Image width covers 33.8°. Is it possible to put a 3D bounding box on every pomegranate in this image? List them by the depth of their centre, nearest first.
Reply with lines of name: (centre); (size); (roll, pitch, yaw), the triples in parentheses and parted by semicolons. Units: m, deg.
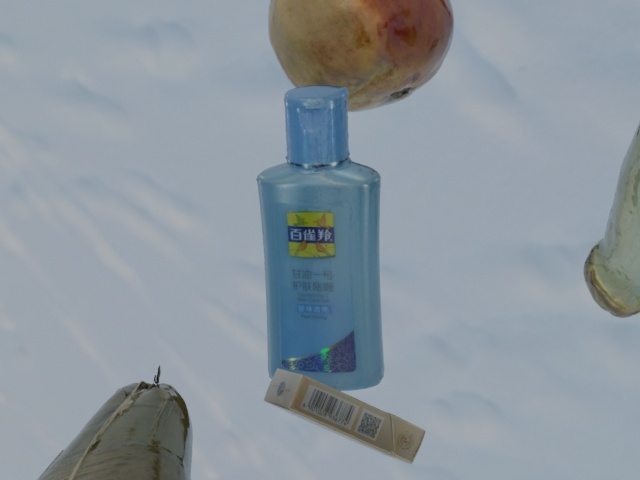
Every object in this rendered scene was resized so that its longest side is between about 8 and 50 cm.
pomegranate: (0.047, -0.309, 1.409); (0.229, 0.252, 0.270); (-29, 76, 33)

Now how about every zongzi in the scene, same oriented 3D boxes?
zongzi: (-0.169, 0.155, 0.664); (0.189, 0.178, 0.081); (-100, 1, -56)

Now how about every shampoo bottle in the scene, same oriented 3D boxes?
shampoo bottle: (0.000, 0.000, 0.880); (0.103, 0.061, 0.258); (1, 111, 10)

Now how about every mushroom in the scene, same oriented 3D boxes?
mushroom: (0.256, -0.053, 0.749); (0.081, 0.100, 0.312); (24, 147, 17)

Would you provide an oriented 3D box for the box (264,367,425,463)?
box: (0.013, 0.102, 0.616); (0.083, 0.024, 0.053); (25, 170, -17)
